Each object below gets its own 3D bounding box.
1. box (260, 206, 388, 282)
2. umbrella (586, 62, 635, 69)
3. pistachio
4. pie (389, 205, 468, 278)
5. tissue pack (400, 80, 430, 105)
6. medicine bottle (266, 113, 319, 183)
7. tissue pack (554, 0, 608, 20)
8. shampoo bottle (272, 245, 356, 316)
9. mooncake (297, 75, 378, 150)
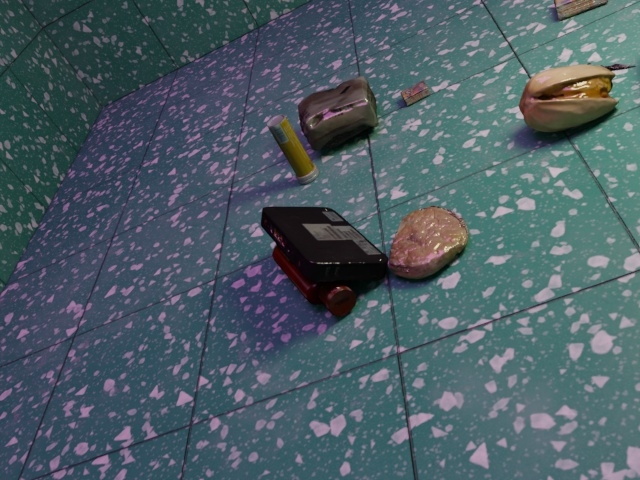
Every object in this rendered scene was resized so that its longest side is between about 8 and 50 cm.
[{"bbox_3d":[0.000,0.000,1.638,0.211,0.058,0.350,0,24,-26],"label":"box"},{"bbox_3d":[0.752,-0.448,1.747,0.122,0.022,0.013,12,27,34],"label":"umbrella"},{"bbox_3d":[0.601,-0.344,1.632,0.229,0.157,0.157,-9,38,11],"label":"pistachio"},{"bbox_3d":[0.249,0.000,1.544,0.185,0.052,0.218,-10,37,32],"label":"pie"},{"bbox_3d":[0.299,-0.463,2.119,0.083,0.035,0.063,-25,33,8],"label":"tissue pack"},{"bbox_3d":[-0.082,-0.273,2.016,0.073,0.218,0.074,-20,35,15],"label":"medicine bottle"},{"bbox_3d":[0.790,-0.740,2.052,0.148,0.060,0.109,-16,38,24],"label":"tissue pack"},{"bbox_3d":[-0.014,0.079,1.631,0.118,0.076,0.314,-22,31,-14],"label":"shampoo bottle"},{"bbox_3d":[0.057,-0.397,2.139,0.250,0.136,0.254,-22,30,13],"label":"mooncake"}]
